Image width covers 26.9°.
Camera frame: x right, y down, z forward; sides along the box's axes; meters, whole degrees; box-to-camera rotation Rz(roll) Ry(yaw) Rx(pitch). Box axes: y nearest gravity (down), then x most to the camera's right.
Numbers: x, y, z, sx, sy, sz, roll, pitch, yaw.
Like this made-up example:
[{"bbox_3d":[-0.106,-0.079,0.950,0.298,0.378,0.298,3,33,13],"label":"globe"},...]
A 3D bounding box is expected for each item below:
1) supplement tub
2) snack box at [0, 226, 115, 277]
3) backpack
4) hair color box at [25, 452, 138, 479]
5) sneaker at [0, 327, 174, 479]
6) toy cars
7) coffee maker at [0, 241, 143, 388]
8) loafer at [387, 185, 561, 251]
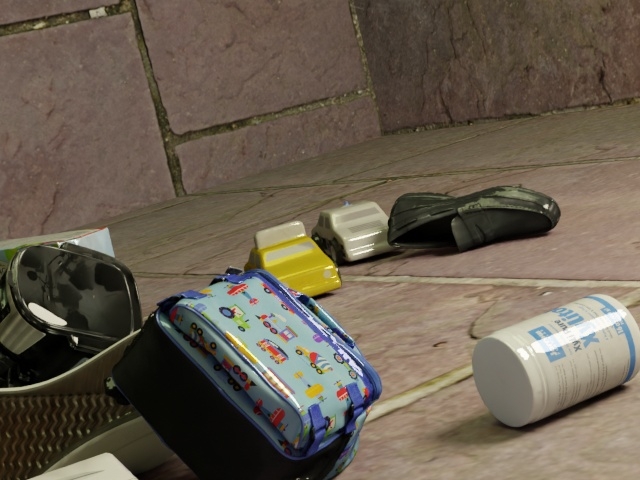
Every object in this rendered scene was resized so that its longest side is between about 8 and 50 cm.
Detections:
[{"bbox_3d":[0.171,0.085,0.958,0.107,0.071,0.071,-18,9,-29],"label":"supplement tub"},{"bbox_3d":[-0.275,0.084,1.318,0.207,0.174,0.070,-5,10,42],"label":"snack box"},{"bbox_3d":[-0.031,0.094,0.915,0.173,0.158,0.117,-17,-32,-54],"label":"backpack"},{"bbox_3d":[-0.125,0.197,0.556,0.185,0.110,0.339,-18,11,-19],"label":"hair color box"},{"bbox_3d":[-0.197,0.164,1.039,0.290,0.106,0.123,-21,-29,7],"label":"sneaker"},{"bbox_3d":[0.000,0.000,1.743,0.176,0.087,0.393,-9,9,26],"label":"toy cars"},{"bbox_3d":[-0.230,0.088,1.134,0.178,0.120,0.171,-39,-19,33],"label":"coffee maker"},{"bbox_3d":[0.189,-0.019,1.671,0.223,0.076,0.078,-2,49,27],"label":"loafer"}]
